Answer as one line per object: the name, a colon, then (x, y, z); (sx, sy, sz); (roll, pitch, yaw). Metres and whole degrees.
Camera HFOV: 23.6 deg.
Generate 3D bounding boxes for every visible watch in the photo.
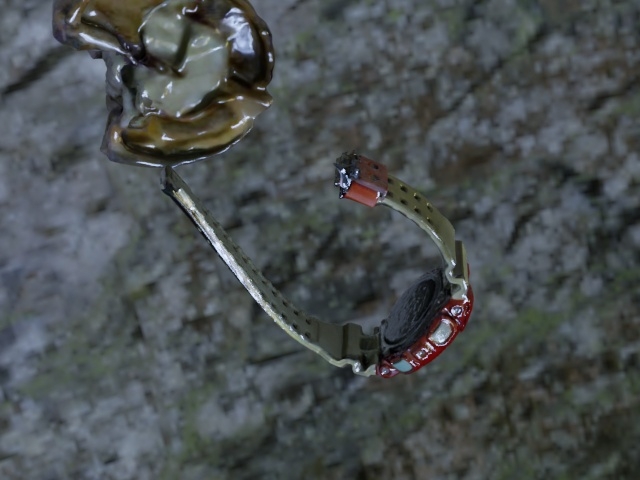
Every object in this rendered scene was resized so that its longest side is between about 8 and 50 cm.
watch: (0.009, 0.002, 1.277); (0.165, 0.268, 0.102); (-35, -158, 20)

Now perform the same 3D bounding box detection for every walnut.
walnut: (-0.155, -0.201, 1.558); (0.204, 0.238, 0.141); (-18, -144, -2)
